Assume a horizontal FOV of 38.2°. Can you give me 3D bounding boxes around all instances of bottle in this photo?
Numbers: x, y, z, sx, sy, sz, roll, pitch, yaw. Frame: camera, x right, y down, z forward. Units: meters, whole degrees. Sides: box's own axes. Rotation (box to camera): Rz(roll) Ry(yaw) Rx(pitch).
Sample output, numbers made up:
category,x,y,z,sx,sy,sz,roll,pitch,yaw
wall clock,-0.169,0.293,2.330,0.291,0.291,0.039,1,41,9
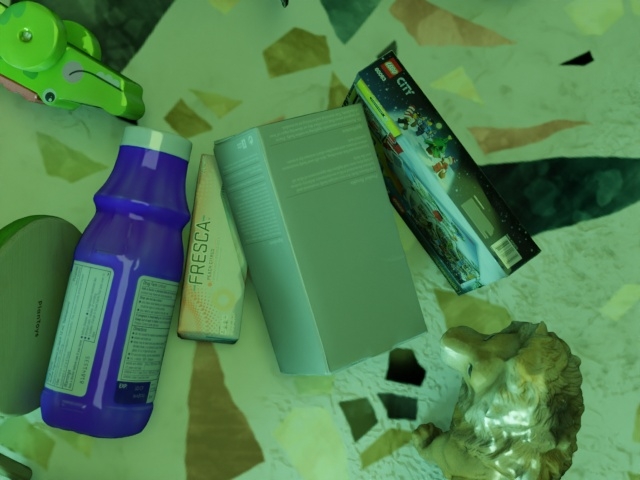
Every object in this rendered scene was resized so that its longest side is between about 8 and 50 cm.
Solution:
category,x,y,z,sx,sy,sz,roll,pitch,yaw
bottle,-0.181,0.037,0.860,0.092,0.118,0.282,11,86,10

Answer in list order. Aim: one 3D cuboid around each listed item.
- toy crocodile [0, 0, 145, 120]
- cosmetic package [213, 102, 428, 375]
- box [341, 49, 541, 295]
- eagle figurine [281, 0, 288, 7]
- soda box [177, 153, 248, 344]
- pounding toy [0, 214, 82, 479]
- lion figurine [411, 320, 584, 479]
category,x,y,z,sx,sy,sz,roll,pitch,yaw
toy crocodile,-0.327,-0.204,0.902,0.341,0.115,0.105,30,96,0
cosmetic package,0.000,0.000,0.885,0.127,0.107,0.238,-16,95,-32
box,0.107,-0.058,0.916,0.044,0.159,0.233,-35,87,-11
eagle figurine,-0.086,-0.414,0.925,0.226,0.225,0.298,21,85,7
soda box,-0.102,0.010,0.923,0.063,0.058,0.183,7,79,-7
pounding toy,-0.308,0.084,0.834,0.110,0.183,0.236,11,72,17
lion figurine,0.131,0.267,0.817,0.142,0.240,0.392,13,78,-6
